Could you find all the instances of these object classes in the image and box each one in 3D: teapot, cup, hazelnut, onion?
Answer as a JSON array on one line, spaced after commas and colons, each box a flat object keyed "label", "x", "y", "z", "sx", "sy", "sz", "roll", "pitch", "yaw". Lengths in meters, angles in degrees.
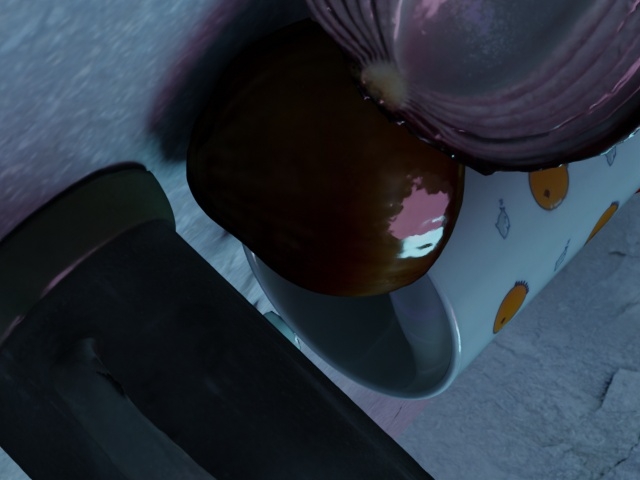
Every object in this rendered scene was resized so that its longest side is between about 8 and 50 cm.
[{"label": "teapot", "x": -0.062, "y": 0.133, "z": 1.025, "sx": 0.200, "sy": 0.337, "sz": 0.270, "roll": -47, "pitch": 168, "yaw": -2}, {"label": "cup", "x": 0.118, "y": -0.054, "z": 1.366, "sx": 0.317, "sy": 0.212, "sz": 0.212, "roll": -41, "pitch": 168, "yaw": -31}, {"label": "hazelnut", "x": 0.001, "y": -0.049, "z": 1.097, "sx": 0.178, "sy": 0.178, "sz": 0.204, "roll": -44, "pitch": -161, "yaw": -11}, {"label": "onion", "x": 0.131, "y": -0.177, "z": 0.943, "sx": 0.283, "sy": 0.227, "sz": 0.120, "roll": -31, "pitch": -157, "yaw": 23}]

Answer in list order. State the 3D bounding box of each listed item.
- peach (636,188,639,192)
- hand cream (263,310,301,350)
[{"label": "peach", "x": 0.314, "y": -0.132, "z": 1.881, "sx": 0.190, "sy": 0.190, "sz": 0.192, "roll": -50, "pitch": 150, "yaw": 17}, {"label": "hand cream", "x": -0.156, "y": 0.178, "z": 1.592, "sx": 0.331, "sy": 0.058, "sz": 0.085, "roll": -37, "pitch": -177, "yaw": -22}]
